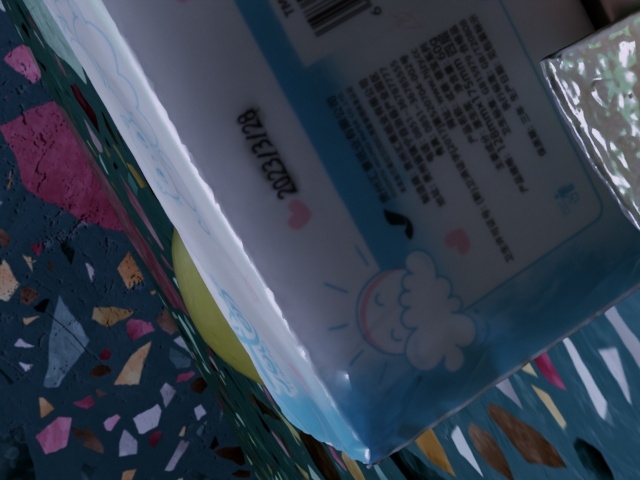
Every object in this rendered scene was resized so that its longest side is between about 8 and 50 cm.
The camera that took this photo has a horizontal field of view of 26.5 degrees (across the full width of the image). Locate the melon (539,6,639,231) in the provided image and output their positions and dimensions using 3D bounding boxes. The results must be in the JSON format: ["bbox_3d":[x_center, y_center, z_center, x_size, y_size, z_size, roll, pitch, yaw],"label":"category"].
[{"bbox_3d":[0.164,-0.014,0.532,0.182,0.054,0.098,60,152,-9],"label":"melon"}]

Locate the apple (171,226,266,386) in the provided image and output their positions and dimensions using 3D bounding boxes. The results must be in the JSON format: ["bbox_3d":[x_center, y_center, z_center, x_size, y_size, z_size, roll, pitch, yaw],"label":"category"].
[{"bbox_3d":[0.000,0.000,0.842,0.200,0.200,0.200,54,166,20],"label":"apple"}]

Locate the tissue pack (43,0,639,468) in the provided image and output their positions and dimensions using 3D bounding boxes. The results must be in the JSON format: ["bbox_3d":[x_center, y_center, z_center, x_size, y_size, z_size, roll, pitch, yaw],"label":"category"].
[{"bbox_3d":[0.016,-0.064,0.598,0.271,0.201,0.124,61,160,-11],"label":"tissue pack"}]
